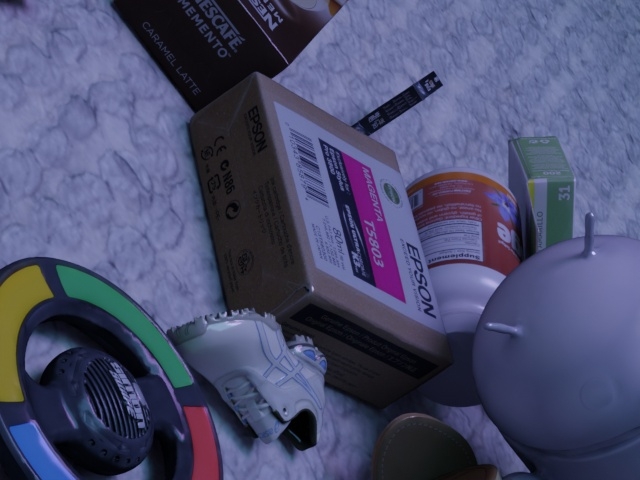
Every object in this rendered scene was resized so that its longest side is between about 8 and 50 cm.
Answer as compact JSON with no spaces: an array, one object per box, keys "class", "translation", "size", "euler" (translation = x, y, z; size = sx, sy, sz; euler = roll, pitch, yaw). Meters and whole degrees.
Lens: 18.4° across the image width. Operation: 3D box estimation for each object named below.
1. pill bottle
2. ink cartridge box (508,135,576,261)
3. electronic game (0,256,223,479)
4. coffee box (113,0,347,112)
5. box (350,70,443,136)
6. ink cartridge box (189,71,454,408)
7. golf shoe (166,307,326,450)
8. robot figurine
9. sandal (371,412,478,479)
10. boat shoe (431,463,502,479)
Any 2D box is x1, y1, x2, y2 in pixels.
[{"class":"pill bottle","translation":[0.124,0.042,1.772],"size":[0.121,0.121,0.216],"euler":[41,30,-28]},{"class":"ink cartridge box","translation":[0.215,0.019,1.877],"size":[0.235,0.056,0.171],"euler":[-97,-175,-67]},{"class":"electronic game","translation":[-0.147,0.113,1.317],"size":[0.229,0.048,0.229],"euler":[40,30,-29]},{"class":"coffee box","translation":[-0.069,-0.219,1.764],"size":[0.141,0.098,0.246],"euler":[51,27,-10]},{"class":"box","translation":[0.074,-0.130,1.922],"size":[0.018,0.083,0.067],"euler":[56,27,-3]},{"class":"ink cartridge box","translation":[0.000,0.000,1.649],"size":[0.193,0.088,0.234],"euler":[26,39,-44]},{"class":"golf shoe","translation":[-0.046,0.105,1.471],"size":[0.176,0.069,0.086],"euler":[27,47,-51]},{"class":"robot figurine","translation":[0.253,0.134,1.631],"size":[0.300,0.200,0.353],"euler":[-54,130,-22]},{"class":"sandal","translation":[0.094,0.199,1.626],"size":[0.240,0.088,0.079],"euler":[42,-2,-41]},{"class":"boat shoe","translation":[0.077,0.273,1.457],"size":[0.089,0.105,0.285],"euler":[58,37,-18]}]
